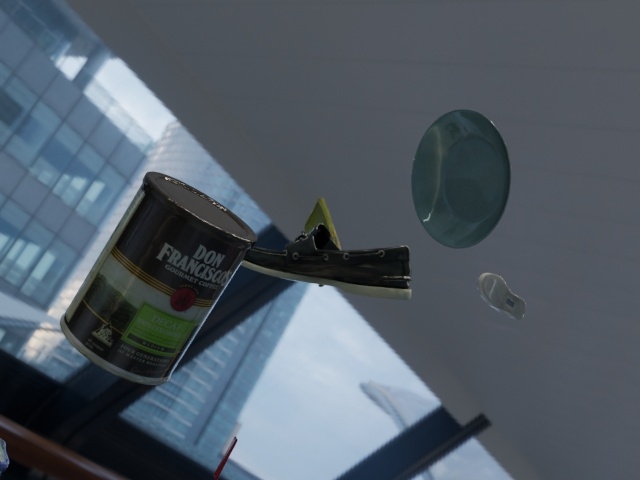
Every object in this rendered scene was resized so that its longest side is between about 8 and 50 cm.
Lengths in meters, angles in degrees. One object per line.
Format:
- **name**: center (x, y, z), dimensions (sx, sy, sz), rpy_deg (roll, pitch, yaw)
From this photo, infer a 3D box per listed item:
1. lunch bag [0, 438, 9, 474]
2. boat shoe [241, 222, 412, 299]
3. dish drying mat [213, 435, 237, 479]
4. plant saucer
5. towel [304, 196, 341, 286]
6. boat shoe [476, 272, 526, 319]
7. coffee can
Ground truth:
- **lunch bag**: center (-0.463, 0.241, 0.999), dimensions (0.176, 0.090, 0.219), rpy_deg (40, -17, -13)
- **boat shoe**: center (0.008, 0.027, 1.508), dimensions (0.340, 0.113, 0.127), rpy_deg (10, 2, 27)
- **dish drying mat**: center (-0.180, 0.414, 1.575), dimensions (0.008, 0.083, 0.032), rpy_deg (30, -4, -8)
- **plant saucer**: center (0.205, -0.085, 1.163), dimensions (0.037, 0.195, 0.195), rpy_deg (0, -1, -35)
- **towel**: center (0.000, 0.000, 1.945), dimensions (0.021, 0.102, 0.237), rpy_deg (18, 30, -24)
- **boat shoe**: center (0.386, 0.120, 1.825), dimensions (0.063, 0.066, 0.184), rpy_deg (10, -13, 46)
- **coffee can**: center (-0.256, 0.059, 1.316), dimensions (0.201, 0.275, 0.201), rpy_deg (32, 9, -5)
